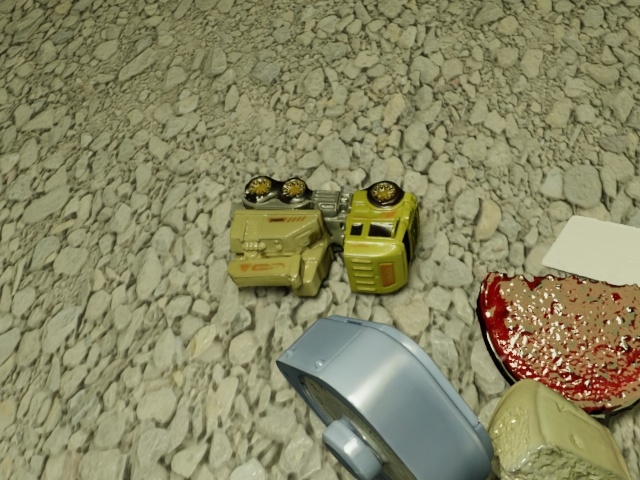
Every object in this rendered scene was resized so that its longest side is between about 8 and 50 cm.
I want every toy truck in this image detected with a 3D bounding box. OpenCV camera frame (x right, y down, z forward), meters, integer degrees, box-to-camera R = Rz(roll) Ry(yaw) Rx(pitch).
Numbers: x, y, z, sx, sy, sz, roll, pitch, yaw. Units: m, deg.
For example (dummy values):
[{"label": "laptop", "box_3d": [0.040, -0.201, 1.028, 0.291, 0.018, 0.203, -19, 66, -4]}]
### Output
[{"label": "toy truck", "box_3d": [0.000, 0.000, 1.446, 0.406, 0.180, 0.253, 3, 54, 13]}]

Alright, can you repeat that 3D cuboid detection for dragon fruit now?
[{"label": "dragon fruit", "box_3d": [0.457, 0.201, 1.261, 0.344, 0.100, 0.281, 7, 71, 15]}]

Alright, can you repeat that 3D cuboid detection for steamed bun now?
[{"label": "steamed bun", "box_3d": [0.377, 0.357, 1.100, 0.226, 0.170, 0.200, 32, 26, -11]}]

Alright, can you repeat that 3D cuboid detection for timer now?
[{"label": "timer", "box_3d": [0.104, 0.308, 1.108, 0.173, 0.394, 0.395, -42, 58, -18]}]

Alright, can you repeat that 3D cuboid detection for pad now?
[{"label": "pad", "box_3d": [0.587, 0.022, 1.381, 0.232, 0.004, 0.156, 18, 58, 43]}]
